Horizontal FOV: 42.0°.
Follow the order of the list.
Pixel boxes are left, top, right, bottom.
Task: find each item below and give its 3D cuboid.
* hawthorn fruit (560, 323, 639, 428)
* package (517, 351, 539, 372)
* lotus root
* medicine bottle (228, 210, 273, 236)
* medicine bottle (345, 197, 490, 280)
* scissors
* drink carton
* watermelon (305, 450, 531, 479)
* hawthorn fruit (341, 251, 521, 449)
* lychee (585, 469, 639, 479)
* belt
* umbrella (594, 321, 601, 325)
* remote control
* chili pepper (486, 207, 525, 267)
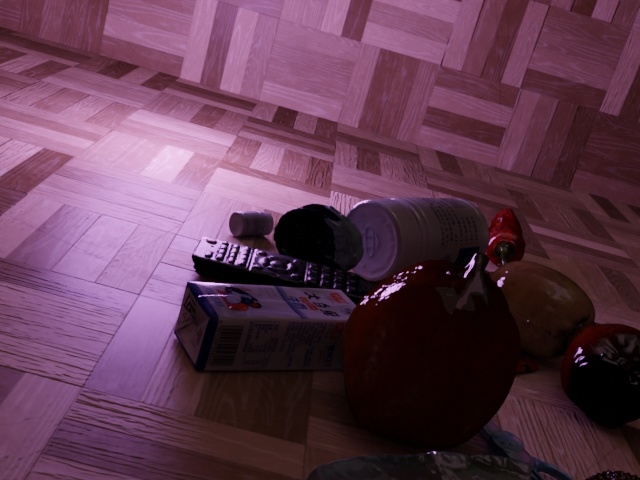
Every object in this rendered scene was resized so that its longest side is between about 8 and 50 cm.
[{"bbox_3d":[0.541,0.248,1.575,0.189,0.190,0.251,19,0,7],"label":"hawthorn fruit"},{"bbox_3d":[0.350,0.212,1.710,0.083,0.022,0.200,-1,27,-39],"label":"package"},{"bbox_3d":[0.427,0.131,1.762,0.182,0.183,0.310,-2,23,-42],"label":"lotus root"},{"bbox_3d":[-0.160,-0.039,1.928,0.091,0.058,0.058,-2,27,-42],"label":"medicine bottle"},{"bbox_3d":[0.223,-0.006,1.952,0.332,0.190,0.190,-2,27,-42],"label":"medicine bottle"},{"bbox_3d":[0.296,0.332,1.329,0.125,0.030,0.256,2,27,-33],"label":"scissors"},{"bbox_3d":[-0.075,0.147,1.423,0.314,0.107,0.130,5,24,-30],"label":"drink carton"},{"bbox_3d":[0.119,0.337,0.962,0.264,0.151,0.302,3,20,-13],"label":"watermelon"},{"bbox_3d":[0.174,0.177,1.291,0.294,0.295,0.311,8,-23,-22],"label":"hawthorn fruit"},{"bbox_3d":[0.404,0.384,1.157,0.129,0.123,0.123,-26,37,-20],"label":"lychee"},{"bbox_3d":[0.000,0.000,1.813,0.198,0.151,0.078,27,21,21],"label":"belt"},{"bbox_3d":[0.643,0.228,1.829,0.337,0.073,0.067,17,13,0],"label":"umbrella"},{"bbox_3d":[-0.062,0.076,1.691,0.398,0.062,0.144,14,19,-3],"label":"remote control"},{"bbox_3d":[0.510,-0.006,2.302,0.110,0.110,0.387,18,22,5],"label":"chili pepper"}]
